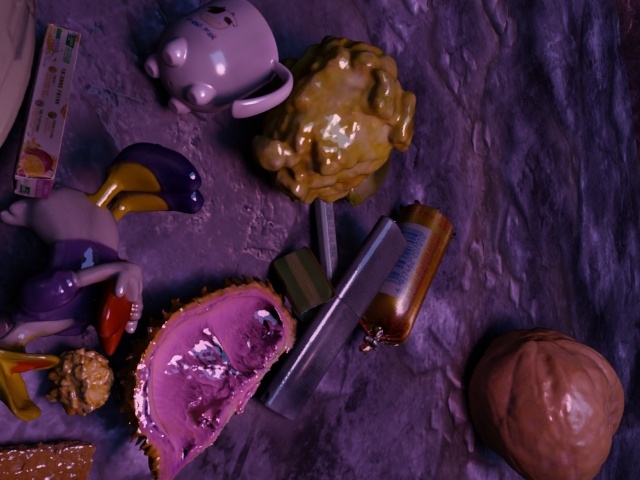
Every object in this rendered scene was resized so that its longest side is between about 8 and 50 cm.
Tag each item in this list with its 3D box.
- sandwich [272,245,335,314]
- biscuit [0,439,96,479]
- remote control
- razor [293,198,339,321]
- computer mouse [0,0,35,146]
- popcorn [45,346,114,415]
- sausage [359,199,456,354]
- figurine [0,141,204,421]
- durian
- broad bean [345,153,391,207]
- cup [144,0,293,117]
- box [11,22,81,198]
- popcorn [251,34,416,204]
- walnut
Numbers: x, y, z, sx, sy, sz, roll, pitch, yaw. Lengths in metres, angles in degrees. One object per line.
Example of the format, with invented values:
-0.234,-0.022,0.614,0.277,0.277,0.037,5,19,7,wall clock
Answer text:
-0.029,0.061,0.888,0.074,0.116,0.074,-25,100,-7,sandwich
-0.380,0.295,0.627,0.230,0.025,0.131,16,88,-45,biscuit
0.031,0.132,0.963,0.378,0.044,0.107,-56,144,-13,remote control
0.007,-0.001,0.981,0.111,0.056,0.278,-3,94,-43,razor
-0.409,-0.144,0.511,0.228,0.145,0.429,36,68,-42,computer mouse
-0.296,0.171,0.681,0.082,0.083,0.057,-64,173,21,popcorn
0.158,0.085,1.093,0.125,0.117,0.317,37,68,-23,sausage
-0.297,0.048,0.616,0.193,0.154,0.421,26,64,-3,figurine
-0.170,0.157,0.786,0.341,0.112,0.191,-46,113,-43,durian
0.084,-0.137,1.022,0.174,0.082,0.124,-47,139,-42,broad bean
-0.141,-0.230,0.763,0.173,0.134,0.142,51,57,-8,cup
-0.307,-0.148,0.622,0.041,0.050,0.207,11,63,-27,box
0.006,-0.184,0.859,0.250,0.242,0.235,-40,90,3,popcorn
0.539,0.392,1.336,0.381,0.381,0.381,-2,93,-44,walnut
